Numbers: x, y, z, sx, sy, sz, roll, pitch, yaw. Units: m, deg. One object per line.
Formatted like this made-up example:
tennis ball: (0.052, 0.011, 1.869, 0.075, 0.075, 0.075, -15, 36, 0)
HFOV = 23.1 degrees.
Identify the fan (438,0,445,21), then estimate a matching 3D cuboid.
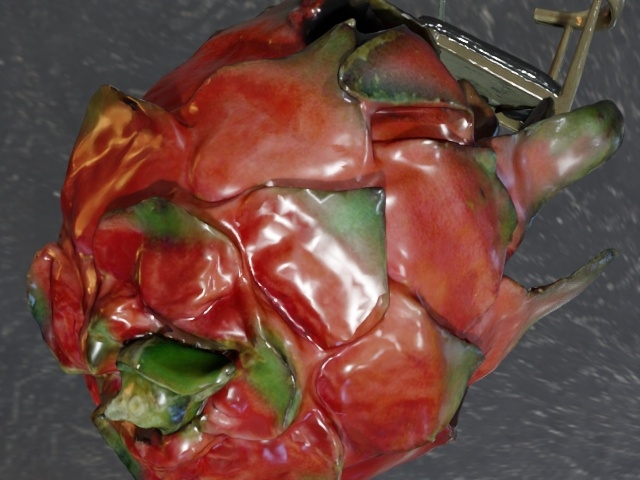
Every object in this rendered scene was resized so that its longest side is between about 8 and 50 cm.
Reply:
fan: (0.133, -0.300, 1.650, 0.113, 0.005, 0.175, 4, 102, -4)

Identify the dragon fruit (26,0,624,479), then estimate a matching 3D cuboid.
dragon fruit: (0.000, 0.000, 0.635, 0.192, 0.274, 0.193, 52, 139, 0)

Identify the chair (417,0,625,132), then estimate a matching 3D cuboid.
chair: (0.152, -0.140, 1.439, 0.166, 0.188, 0.272, 27, 83, 1)
